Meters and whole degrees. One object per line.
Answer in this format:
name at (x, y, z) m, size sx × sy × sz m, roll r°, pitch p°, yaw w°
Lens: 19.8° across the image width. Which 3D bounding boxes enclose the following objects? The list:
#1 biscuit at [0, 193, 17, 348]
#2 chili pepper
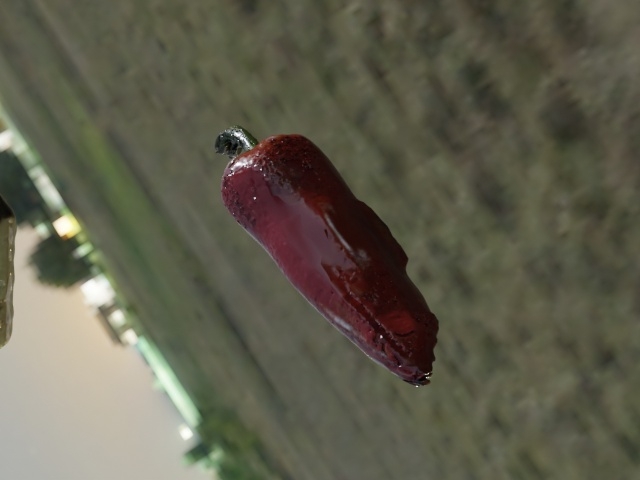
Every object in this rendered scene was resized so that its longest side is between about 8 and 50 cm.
biscuit at (-0.270, 0.029, 1.443) m, size 0.052 × 0.056 × 0.188 m, roll 47°, pitch 148°, yaw 21°
chili pepper at (0.000, 0.000, 1.701) m, size 0.387 × 0.110 × 0.110 m, roll 52°, pitch 172°, yaw 34°
